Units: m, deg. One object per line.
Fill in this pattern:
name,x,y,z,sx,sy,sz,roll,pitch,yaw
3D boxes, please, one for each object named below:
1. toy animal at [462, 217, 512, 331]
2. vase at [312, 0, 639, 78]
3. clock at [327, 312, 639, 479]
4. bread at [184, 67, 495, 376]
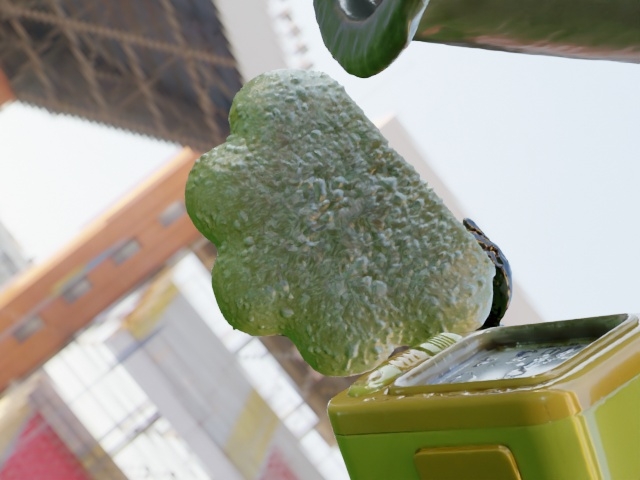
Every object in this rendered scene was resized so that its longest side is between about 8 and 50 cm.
toy animal,0.186,0.098,1.928,0.160,0.197,0.272,30,-63,58
vase,0.161,-0.207,1.062,0.245,0.291,0.245,-175,-90,-70
clock,0.117,0.110,1.056,0.202,0.143,0.096,-9,-80,45
bread,0.000,0.000,1.413,0.286,0.207,0.056,45,-8,9
